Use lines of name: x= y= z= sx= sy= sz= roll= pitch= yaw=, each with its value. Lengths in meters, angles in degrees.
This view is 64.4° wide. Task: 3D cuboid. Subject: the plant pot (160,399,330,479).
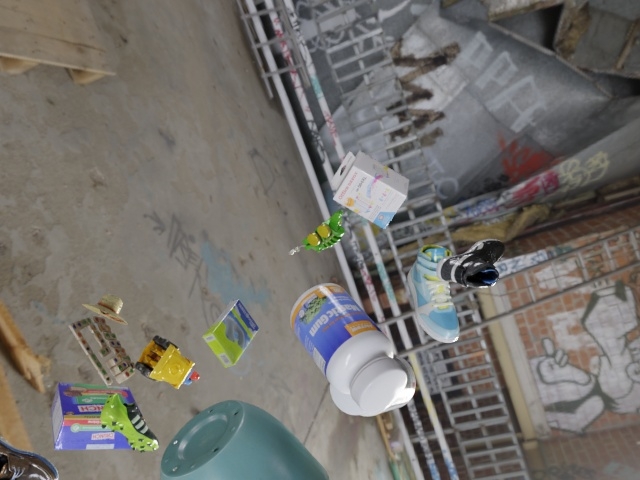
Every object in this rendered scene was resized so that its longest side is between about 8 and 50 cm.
plant pot: x=-0.162 y=0.454 z=0.974 sx=0.235 sy=0.293 sz=0.293 roll=59 pitch=19 yaw=-16

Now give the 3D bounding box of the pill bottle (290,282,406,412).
pill bottle: x=0.058 y=0.223 z=1.075 sx=0.272 sy=0.152 sz=0.152 roll=45 pitch=-9 yaw=46

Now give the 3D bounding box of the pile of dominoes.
pile of dominoes: x=-0.720 y=0.360 z=1.726 sx=0.251 sy=0.040 sz=0.196 roll=59 pitch=7 yaw=-2

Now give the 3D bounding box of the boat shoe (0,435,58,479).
boat shoe: x=-0.621 y=0.457 z=1.019 sx=0.183 sy=0.066 sz=0.066 roll=32 pitch=0 yaw=-9

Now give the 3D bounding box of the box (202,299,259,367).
box: x=-0.233 y=0.241 z=1.366 sx=0.109 sy=0.042 sz=0.178 roll=58 pitch=29 yaw=-15

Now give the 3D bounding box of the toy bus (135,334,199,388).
toy bus: x=-0.576 y=0.481 z=1.954 sx=0.211 sy=0.220 sz=0.149 roll=40 pitch=69 yaw=-27

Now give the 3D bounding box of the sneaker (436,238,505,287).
sneaker: x=0.392 y=0.062 z=1.205 sx=0.121 sy=0.217 sz=0.079 roll=22 pitch=-54 yaw=55

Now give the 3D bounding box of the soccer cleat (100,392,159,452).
soccer cleat: x=-0.386 y=0.380 z=1.053 sx=0.072 sy=0.060 sz=0.179 roll=-93 pitch=164 yaw=-46

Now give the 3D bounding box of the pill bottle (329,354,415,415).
pill bottle: x=0.147 y=0.395 z=1.406 sx=0.283 sy=0.161 sz=0.161 roll=23 pitch=50 yaw=-60

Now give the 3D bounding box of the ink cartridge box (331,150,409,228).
ink cartridge box: x=0.098 y=-0.110 z=1.055 sx=0.143 sy=0.092 sz=0.090 roll=29 pitch=32 yaw=-5

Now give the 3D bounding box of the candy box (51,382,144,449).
candy box: x=-0.819 y=0.636 z=1.854 sx=0.268 sy=0.317 sz=0.122 roll=14 pitch=91 yaw=-31

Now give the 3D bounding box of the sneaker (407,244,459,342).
sneaker: x=0.365 y=0.145 z=1.596 sx=0.319 sy=0.127 sz=0.208 roll=-107 pitch=-162 yaw=-45

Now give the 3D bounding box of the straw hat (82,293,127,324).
straw hat: x=-0.638 y=0.197 z=1.541 sx=0.144 sy=0.144 sz=0.061 roll=52 pitch=54 yaw=-50

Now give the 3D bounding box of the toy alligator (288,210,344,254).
toy alligator: x=0.000 y=0.000 z=1.108 sx=0.051 sy=0.189 sz=0.056 roll=51 pitch=41 yaw=0
